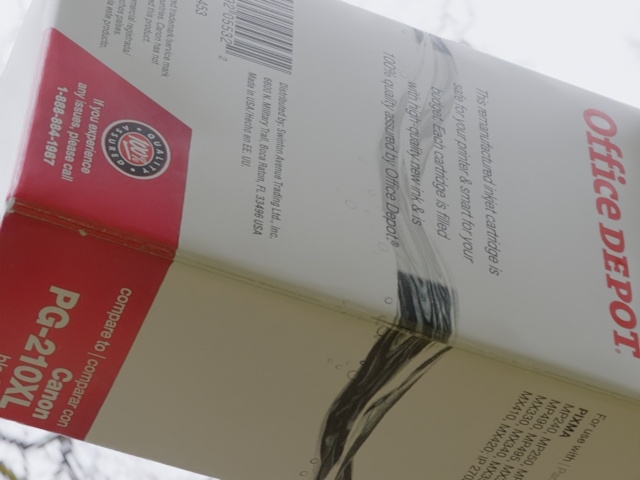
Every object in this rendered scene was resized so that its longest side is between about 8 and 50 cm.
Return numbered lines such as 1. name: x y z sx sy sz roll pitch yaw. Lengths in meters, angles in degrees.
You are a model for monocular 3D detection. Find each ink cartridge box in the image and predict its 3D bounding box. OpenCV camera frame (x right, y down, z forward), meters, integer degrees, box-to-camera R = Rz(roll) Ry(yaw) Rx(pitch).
1. ink cartridge box: 0.000 0.000 0.704 0.237 0.172 0.100 18 -50 -14
